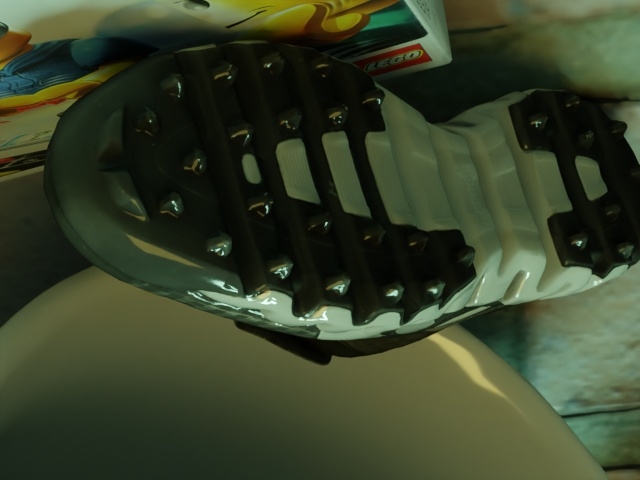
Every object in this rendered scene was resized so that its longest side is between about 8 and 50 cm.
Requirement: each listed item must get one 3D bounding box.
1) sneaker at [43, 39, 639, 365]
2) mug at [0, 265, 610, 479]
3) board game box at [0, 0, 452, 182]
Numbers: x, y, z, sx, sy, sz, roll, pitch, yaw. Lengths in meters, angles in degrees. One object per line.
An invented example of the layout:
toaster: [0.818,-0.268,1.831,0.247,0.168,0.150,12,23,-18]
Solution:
sneaker: [0.000,0.000,0.459,0.106,0.078,0.234,-26,165,36]
mug: [-0.055,0.243,0.543,0.276,0.374,0.328,2,145,-38]
board game box: [-0.133,-0.053,0.408,0.305,0.053,0.193,-14,168,13]
